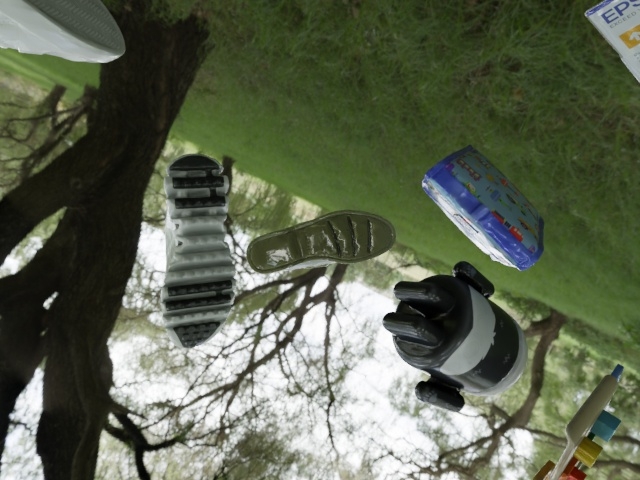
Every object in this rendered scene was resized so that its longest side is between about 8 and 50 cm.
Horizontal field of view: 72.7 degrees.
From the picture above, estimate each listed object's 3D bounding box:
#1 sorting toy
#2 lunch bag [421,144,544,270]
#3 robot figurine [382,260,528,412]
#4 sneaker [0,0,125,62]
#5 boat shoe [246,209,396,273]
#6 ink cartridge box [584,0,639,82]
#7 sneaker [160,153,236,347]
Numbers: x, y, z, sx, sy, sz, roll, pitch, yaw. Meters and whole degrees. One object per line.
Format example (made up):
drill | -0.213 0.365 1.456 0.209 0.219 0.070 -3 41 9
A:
sorting toy | 0.433 0.341 0.712 0.348 0.196 0.047 -23 -145 -35
lunch bag | 0.300 -0.062 0.800 0.221 0.138 0.293 48 -161 7
robot figurine | 0.237 0.166 0.766 0.278 0.209 0.173 31 -159 -29
sneaker | -0.354 -0.220 0.413 0.292 0.169 0.108 3 -117 -65
boat shoe | 0.000 0.000 0.907 0.302 0.113 0.103 -8 -177 -1
ink cartridge box | 0.487 -0.215 0.385 0.330 0.071 0.324 32 151 -23
sneaker | -0.195 0.017 0.676 0.110 0.292 0.118 2 -176 -26
